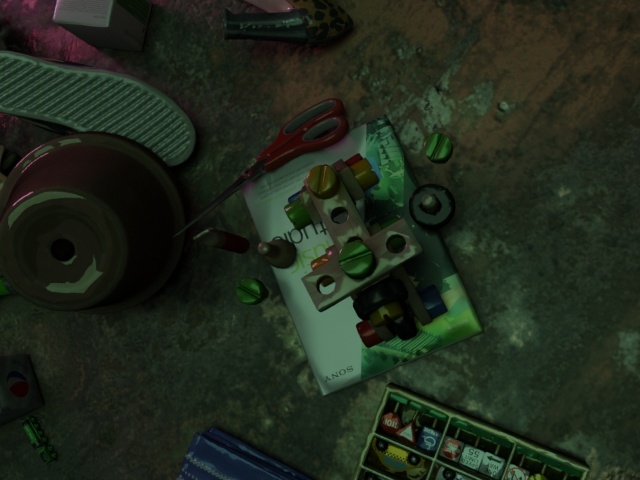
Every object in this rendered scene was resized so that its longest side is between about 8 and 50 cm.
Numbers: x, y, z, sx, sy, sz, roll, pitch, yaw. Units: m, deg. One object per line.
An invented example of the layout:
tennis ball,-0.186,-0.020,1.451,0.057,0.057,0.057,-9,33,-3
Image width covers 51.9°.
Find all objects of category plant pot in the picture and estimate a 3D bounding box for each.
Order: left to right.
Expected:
plant pot,-0.311,-0.012,0.862,0.263,0.229,0.263,-1,99,-8

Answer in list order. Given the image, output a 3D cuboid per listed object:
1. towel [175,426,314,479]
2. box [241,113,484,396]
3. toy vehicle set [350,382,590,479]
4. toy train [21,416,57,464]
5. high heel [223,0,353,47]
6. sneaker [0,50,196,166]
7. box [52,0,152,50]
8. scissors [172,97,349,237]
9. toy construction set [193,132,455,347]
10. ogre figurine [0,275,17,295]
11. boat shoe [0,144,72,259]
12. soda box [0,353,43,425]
towel,-0.123,0.459,0.913,0.243,0.040,0.336,22,92,14
box,0.051,0.021,0.899,0.232,0.058,0.322,-25,79,11
toy vehicle set,0.182,0.310,0.843,0.267,0.035,0.166,19,89,16
toy train,-0.435,0.307,1.011,0.017,0.024,0.083,-41,76,7
high heel,-0.049,-0.400,0.978,0.186,0.093,0.261,0,70,-7
sneaker,-0.341,-0.204,1.002,0.321,0.127,0.126,20,96,-9
box,-0.336,-0.355,1.018,0.102,0.101,0.087,11,87,16
scissors,-0.087,-0.105,0.924,0.297,0.021,0.109,-33,39,2
toy construction set,0.000,0.000,0.763,0.309,0.237,0.257,-5,82,15
ogre figurine,-0.551,0.027,1.035,0.118,0.197,0.097,-42,31,19
boat shoe,-0.512,-0.097,1.035,0.341,0.121,0.110,39,90,5
soda box,-0.583,0.274,1.016,0.286,0.098,0.091,-27,76,10
